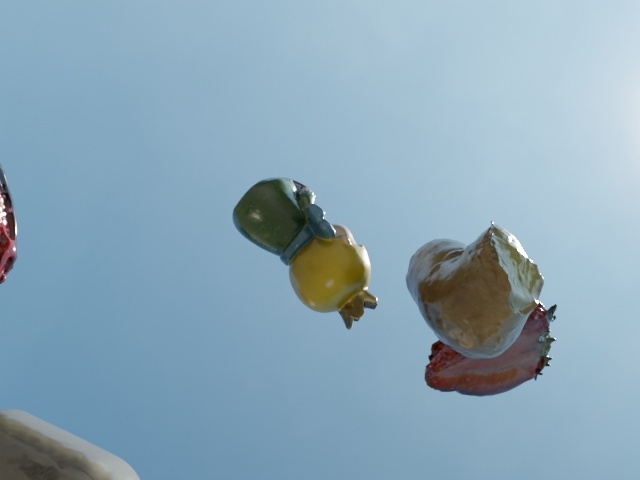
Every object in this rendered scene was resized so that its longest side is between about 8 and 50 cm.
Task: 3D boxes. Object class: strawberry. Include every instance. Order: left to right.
[{"bbox_3d":[0.262,0.177,0.940,0.228,0.174,0.098,-28,-144,-5],"label":"strawberry"}]

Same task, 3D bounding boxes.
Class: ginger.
[{"bbox_3d":[0.187,0.065,0.730,0.138,0.267,0.152,26,-97,-9],"label":"ginger"}]

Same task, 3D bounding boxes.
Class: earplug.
[{"bbox_3d":[-0.550,0.551,1.193,0.394,0.313,0.313,14,-109,17],"label":"earplug"}]

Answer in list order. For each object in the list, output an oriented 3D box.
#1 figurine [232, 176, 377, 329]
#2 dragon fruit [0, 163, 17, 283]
[{"bbox_3d":[-0.007,0.011,0.843,0.234,0.185,0.127,34,-77,5],"label":"figurine"},{"bbox_3d":[-0.684,-0.091,1.075,0.100,0.344,0.282,-6,-128,15],"label":"dragon fruit"}]
